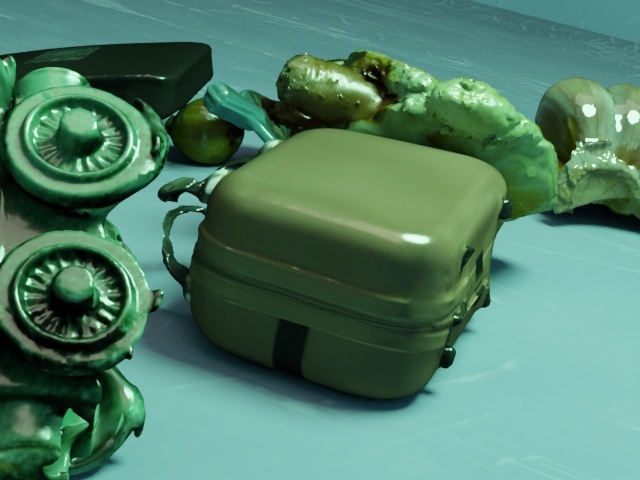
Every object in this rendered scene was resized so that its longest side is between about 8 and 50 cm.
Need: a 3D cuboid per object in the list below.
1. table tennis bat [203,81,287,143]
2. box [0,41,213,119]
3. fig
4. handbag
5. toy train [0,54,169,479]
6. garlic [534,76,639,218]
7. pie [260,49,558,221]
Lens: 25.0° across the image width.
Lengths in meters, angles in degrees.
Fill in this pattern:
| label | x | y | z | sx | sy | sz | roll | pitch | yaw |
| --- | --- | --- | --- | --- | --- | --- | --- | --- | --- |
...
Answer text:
| label | x | y | z | sx | sy | sz | roll | pitch | yaw |
| --- | --- | --- | --- | --- | --- | --- | --- | --- | --- |
| table tennis bat | -0.065 | -0.130 | 1.608 | 0.201 | 0.033 | 0.124 | 26 | 26 | -56 |
| box | -0.280 | -0.173 | 1.616 | 0.290 | 0.073 | 0.289 | -3 | 16 | 6 |
| fig | -0.137 | -0.123 | 1.624 | 0.098 | 0.082 | 0.084 | -6 | 43 | 22 |
| handbag | 0.000 | 0.000 | 1.192 | 0.283 | 0.149 | 0.302 | 16 | 21 | 12 |
| toy train | -0.216 | 0.017 | 0.885 | 0.238 | 0.167 | 0.299 | 6 | 50 | -12 |
| garlic | 0.347 | -0.104 | 1.673 | 0.214 | 0.160 | 0.191 | 5 | 23 | -5 |
| pie | 0.090 | -0.079 | 1.384 | 0.274 | 0.257 | 0.105 | 8 | 59 | 13 |
